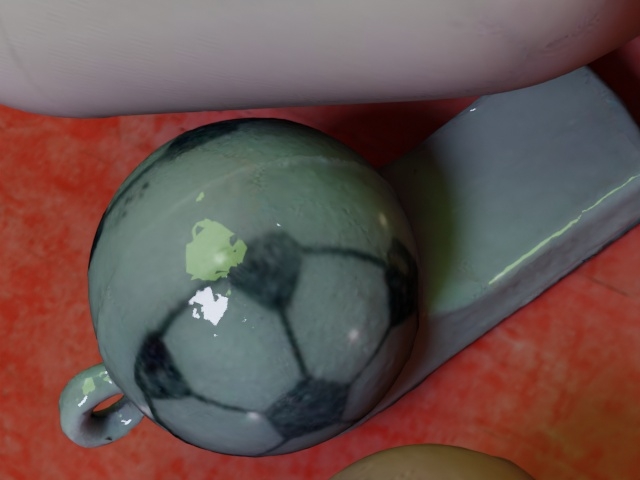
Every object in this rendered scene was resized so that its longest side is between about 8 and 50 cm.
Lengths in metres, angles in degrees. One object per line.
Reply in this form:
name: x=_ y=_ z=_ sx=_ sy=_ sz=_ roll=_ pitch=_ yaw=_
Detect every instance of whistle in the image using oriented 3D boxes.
whistle: x=0.000 y=0.000 z=0.836 sx=0.289 sy=0.163 sz=0.163 roll=-38 pitch=51 yaw=6

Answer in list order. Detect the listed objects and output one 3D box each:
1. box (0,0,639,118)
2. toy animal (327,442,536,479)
box: x=0.010 y=-0.144 z=0.851 sx=0.349 sy=0.288 sz=0.141 roll=0 pitch=108 yaw=31
toy animal: x=0.064 y=0.183 z=0.662 sx=0.221 sy=0.210 sz=0.229 roll=17 pitch=38 yaw=28
